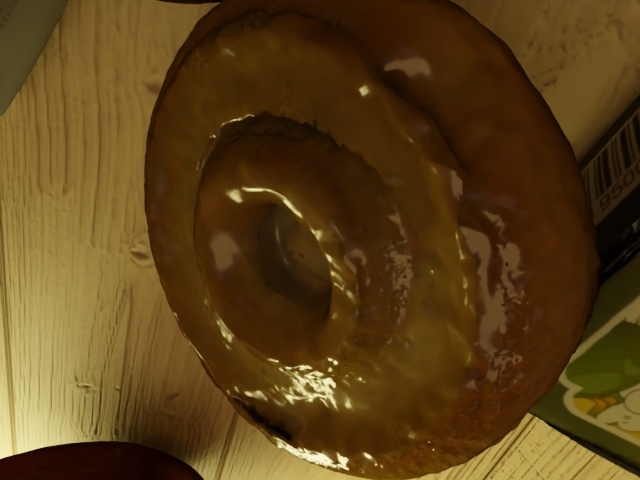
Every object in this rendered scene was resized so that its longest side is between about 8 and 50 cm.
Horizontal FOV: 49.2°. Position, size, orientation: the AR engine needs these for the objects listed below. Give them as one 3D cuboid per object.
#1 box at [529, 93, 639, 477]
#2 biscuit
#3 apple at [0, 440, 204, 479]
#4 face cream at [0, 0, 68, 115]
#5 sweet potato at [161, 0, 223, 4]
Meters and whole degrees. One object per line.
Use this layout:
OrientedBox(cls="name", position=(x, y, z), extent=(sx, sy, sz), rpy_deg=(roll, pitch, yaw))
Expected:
OrientedBox(cls="box", position=(0.355, 0.029, 0.375), extent=(0.420, 0.138, 0.373), rpy_deg=(27, 130, -6))
OrientedBox(cls="biscuit", position=(0.000, 0.000, 0.402), extent=(0.296, 0.102, 0.296), rpy_deg=(16, 114, 38))
OrientedBox(cls="apple", position=(-0.275, 0.348, 0.691), extent=(0.365, 0.328, 0.295), rpy_deg=(-24, 122, 7))
OrientedBox(cls="face cream", position=(-0.200, -0.164, 0.439), extent=(0.084, 0.057, 0.198), rpy_deg=(41, 126, -7))
OrientedBox(cls="sweet potato", position=(-0.094, -0.164, 0.415), extent=(0.117, 0.049, 0.049), rpy_deg=(3, 129, 22))
